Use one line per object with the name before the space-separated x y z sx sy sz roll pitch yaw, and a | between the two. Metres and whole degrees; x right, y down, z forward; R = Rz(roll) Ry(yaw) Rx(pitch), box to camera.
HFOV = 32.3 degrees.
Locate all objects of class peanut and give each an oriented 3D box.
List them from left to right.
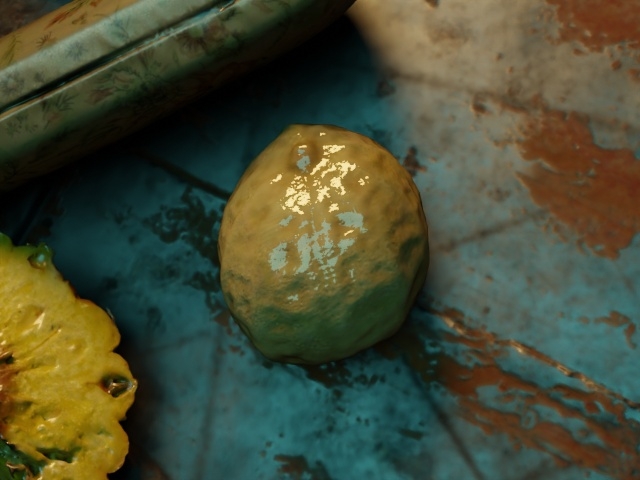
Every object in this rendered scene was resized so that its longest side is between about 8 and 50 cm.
peanut | 0.000 0.000 0.729 0.140 0.109 0.159 -12 80 -4

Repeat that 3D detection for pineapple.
pineapple | -0.231 0.083 0.778 0.250 0.164 0.140 39 59 0

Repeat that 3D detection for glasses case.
glasses case | -0.165 -0.112 0.768 0.425 0.156 0.098 -25 99 8
